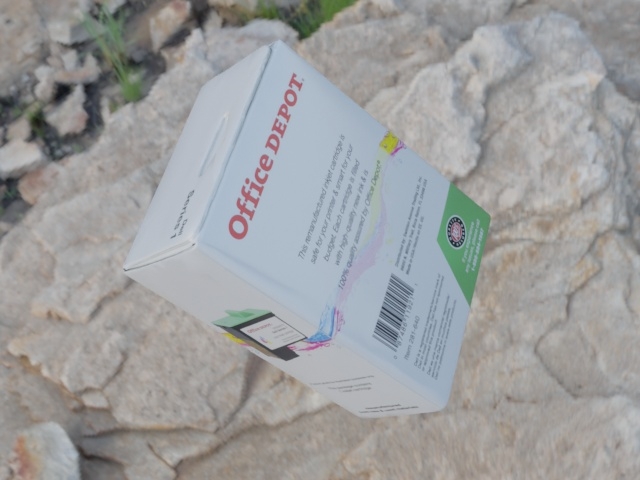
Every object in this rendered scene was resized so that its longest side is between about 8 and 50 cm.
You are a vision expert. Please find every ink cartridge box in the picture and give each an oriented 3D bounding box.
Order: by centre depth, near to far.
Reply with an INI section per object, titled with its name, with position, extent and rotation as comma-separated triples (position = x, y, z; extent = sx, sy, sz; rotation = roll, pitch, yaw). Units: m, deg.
[ink cartridge box]
position = 0.000, 0.000, 0.840
extent = 0.117, 0.278, 0.201
rotation = -17, 46, 47
